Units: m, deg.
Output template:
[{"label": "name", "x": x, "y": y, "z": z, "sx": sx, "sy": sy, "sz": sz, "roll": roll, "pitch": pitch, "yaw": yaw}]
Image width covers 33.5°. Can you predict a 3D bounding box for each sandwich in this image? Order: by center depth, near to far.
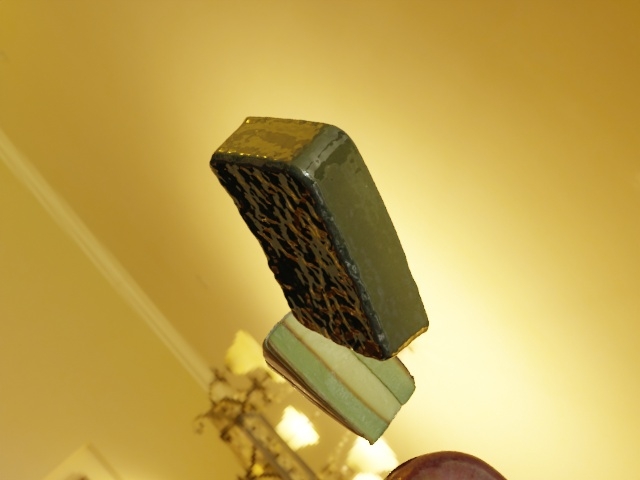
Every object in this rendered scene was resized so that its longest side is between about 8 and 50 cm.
[{"label": "sandwich", "x": 0.030, "y": 0.158, "z": 1.349, "sx": 0.187, "sy": 0.117, "sz": 0.144, "roll": 37, "pitch": -13, "yaw": 7}]

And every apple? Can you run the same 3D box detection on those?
[{"label": "apple", "x": 0.117, "y": 0.270, "z": 0.975, "sx": 0.153, "sy": 0.153, "sz": 0.120, "roll": 42, "pitch": -13, "yaw": 19}]

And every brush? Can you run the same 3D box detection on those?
[{"label": "brush", "x": 0.000, "y": 0.000, "z": 0.819, "sx": 0.123, "sy": 0.059, "sz": 0.197, "roll": 16, "pitch": -40, "yaw": 49}]
